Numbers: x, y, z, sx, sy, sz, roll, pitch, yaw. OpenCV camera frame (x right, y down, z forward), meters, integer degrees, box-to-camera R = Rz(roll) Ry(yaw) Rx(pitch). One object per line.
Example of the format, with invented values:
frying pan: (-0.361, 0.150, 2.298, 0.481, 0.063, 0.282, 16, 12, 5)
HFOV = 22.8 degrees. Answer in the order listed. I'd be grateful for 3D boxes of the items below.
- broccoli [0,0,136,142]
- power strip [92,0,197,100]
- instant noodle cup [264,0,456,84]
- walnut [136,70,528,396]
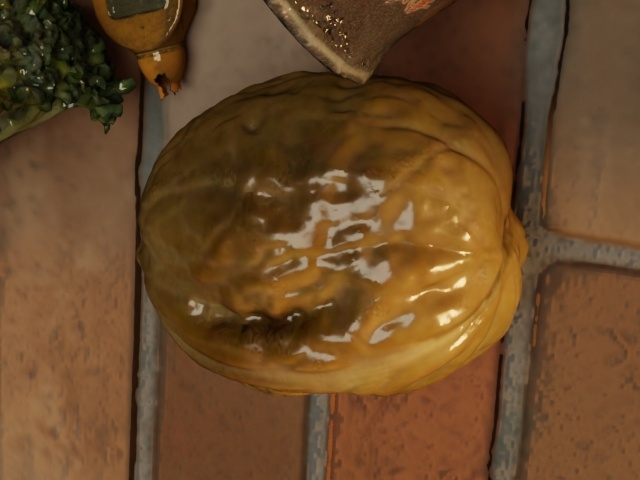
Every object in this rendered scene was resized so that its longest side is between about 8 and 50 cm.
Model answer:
broccoli: (-0.275, -0.005, 0.814, 0.252, 0.221, 0.361, 21, 113, -23)
power strip: (-0.095, -0.157, 0.787, 0.049, 0.028, 0.178, -9, 99, 21)
instant noodle cup: (0.052, -0.202, 0.635, 0.207, 0.217, 0.217, -26, 93, 16)
walnut: (0.000, 0.000, 0.726, 0.184, 0.155, 0.155, -3, 101, 22)
